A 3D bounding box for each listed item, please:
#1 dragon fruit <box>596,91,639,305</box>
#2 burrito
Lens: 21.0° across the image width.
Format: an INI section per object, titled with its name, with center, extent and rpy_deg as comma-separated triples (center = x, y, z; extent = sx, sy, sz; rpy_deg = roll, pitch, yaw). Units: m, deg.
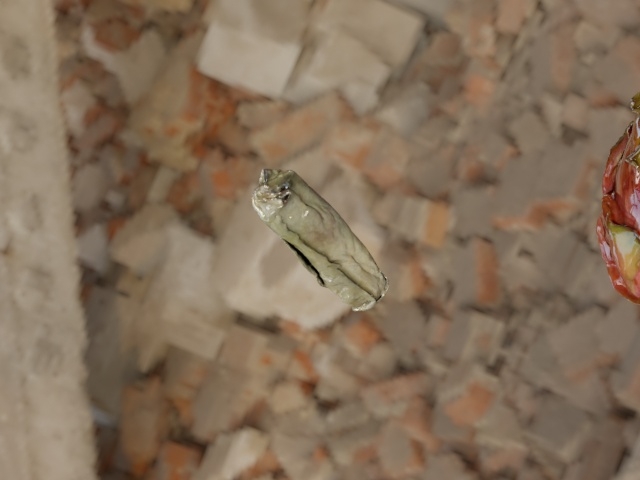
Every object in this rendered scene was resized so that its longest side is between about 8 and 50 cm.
[dragon fruit]
center = 0.325, -0.042, 1.105
extent = 0.315, 0.250, 0.250
rpy_deg = -25, 33, 14
[burrito]
center = -0.001, 0.000, 1.573
extent = 0.045, 0.188, 0.058
rpy_deg = -3, 50, 42
